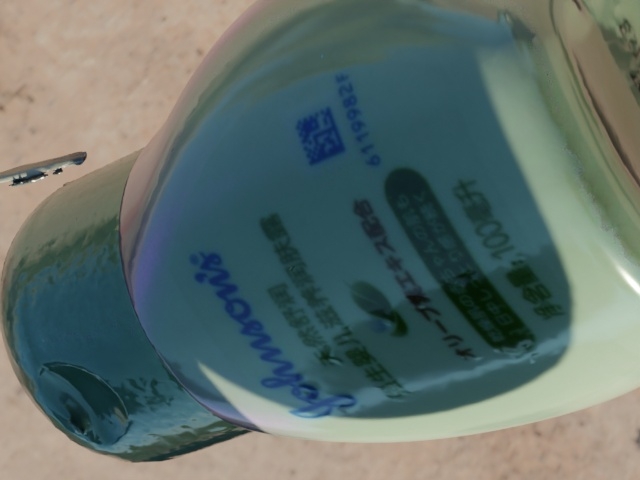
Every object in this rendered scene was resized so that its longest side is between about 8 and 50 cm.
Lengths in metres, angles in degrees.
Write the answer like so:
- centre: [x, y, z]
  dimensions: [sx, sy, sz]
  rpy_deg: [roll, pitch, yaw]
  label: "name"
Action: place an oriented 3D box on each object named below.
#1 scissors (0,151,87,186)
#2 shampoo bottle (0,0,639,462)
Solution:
- centre: [-0.310, -0.030, 1.328]
  dimensions: [0.300, 0.109, 0.022]
  rpy_deg: [-12, 92, 19]
  label: "scissors"
- centre: [0.000, 0.000, 0.764]
  dimensions: [0.349, 0.151, 0.222]
  rpy_deg: [-21, 116, 37]
  label: "shampoo bottle"
